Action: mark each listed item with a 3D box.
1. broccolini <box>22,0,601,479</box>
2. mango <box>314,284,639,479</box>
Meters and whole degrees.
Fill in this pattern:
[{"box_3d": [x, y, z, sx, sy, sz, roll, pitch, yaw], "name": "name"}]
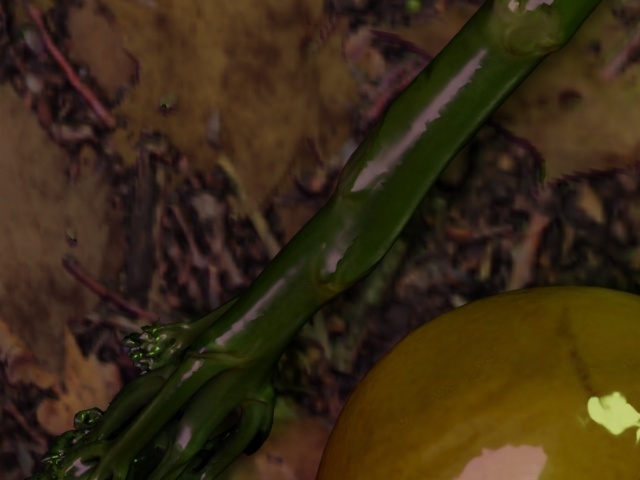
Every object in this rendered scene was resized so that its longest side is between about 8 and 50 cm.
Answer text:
[{"box_3d": [-0.005, -0.002, 0.627, 0.392, 0.079, 0.074, -50, 64, 27], "name": "broccolini"}, {"box_3d": [0.062, 0.114, 0.574, 0.147, 0.109, 0.227, 24, 119, 0], "name": "mango"}]
